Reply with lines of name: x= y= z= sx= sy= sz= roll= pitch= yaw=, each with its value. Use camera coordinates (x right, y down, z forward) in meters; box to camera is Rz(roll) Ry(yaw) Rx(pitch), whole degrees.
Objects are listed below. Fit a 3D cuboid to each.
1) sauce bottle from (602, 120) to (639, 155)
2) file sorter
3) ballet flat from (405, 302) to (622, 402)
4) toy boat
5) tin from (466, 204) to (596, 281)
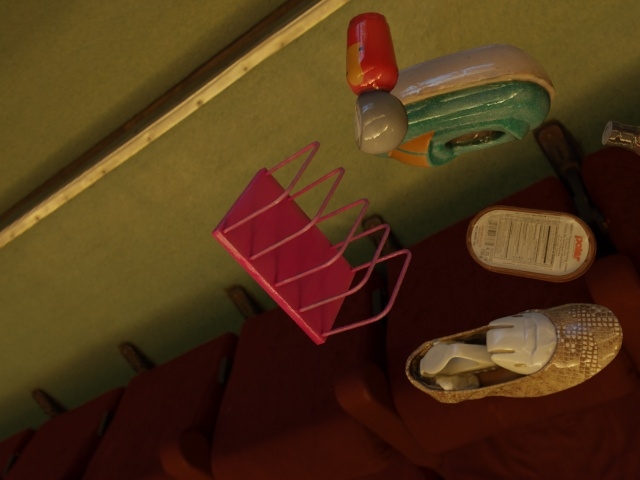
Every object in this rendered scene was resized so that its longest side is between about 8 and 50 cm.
sauce bottle: x=0.360 y=-0.098 z=0.624 sx=0.128 sy=0.042 sz=0.042 roll=16 pitch=125 yaw=8
file sorter: x=0.000 y=0.000 z=1.089 sx=0.182 sy=0.202 sz=0.291 roll=-25 pitch=115 yaw=39
ballet flat: x=0.151 y=0.101 z=0.522 sx=0.067 sy=0.073 sz=0.206 roll=19 pitch=145 yaw=-30
toy boat: x=0.130 y=-0.158 z=0.750 sx=0.267 sy=0.318 sz=0.148 roll=-11 pitch=80 yaw=36
tin: x=0.317 y=0.004 z=0.925 sx=0.189 sy=0.040 sz=0.106 roll=8 pitch=92 yaw=26
